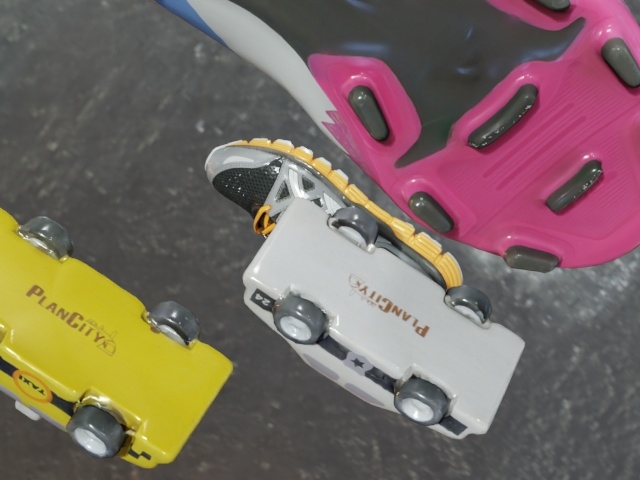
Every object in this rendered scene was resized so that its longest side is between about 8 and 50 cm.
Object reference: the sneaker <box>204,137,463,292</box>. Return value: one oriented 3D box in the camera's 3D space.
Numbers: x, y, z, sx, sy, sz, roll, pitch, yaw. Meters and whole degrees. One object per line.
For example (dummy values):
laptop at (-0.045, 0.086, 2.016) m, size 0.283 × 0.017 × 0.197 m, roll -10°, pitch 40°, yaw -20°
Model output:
sneaker at (0.000, 0.000, 0.985) m, size 0.215 × 0.084 × 0.083 m, roll 32°, pitch 67°, yaw 8°

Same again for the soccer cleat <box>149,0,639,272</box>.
soccer cleat at (0.004, -0.112, 0.486) m, size 0.116 × 0.331 × 0.143 m, roll -47°, pitch 26°, yaw 23°

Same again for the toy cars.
toy cars at (-0.061, 0.065, 0.844) m, size 0.087 × 0.393 × 0.176 m, roll 124°, pitch 138°, yaw -53°
